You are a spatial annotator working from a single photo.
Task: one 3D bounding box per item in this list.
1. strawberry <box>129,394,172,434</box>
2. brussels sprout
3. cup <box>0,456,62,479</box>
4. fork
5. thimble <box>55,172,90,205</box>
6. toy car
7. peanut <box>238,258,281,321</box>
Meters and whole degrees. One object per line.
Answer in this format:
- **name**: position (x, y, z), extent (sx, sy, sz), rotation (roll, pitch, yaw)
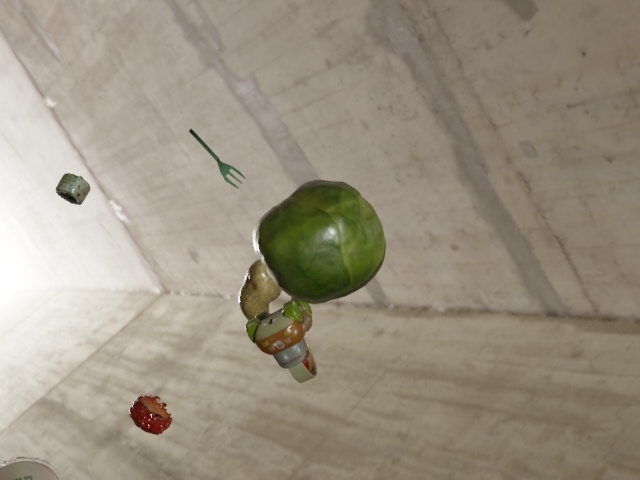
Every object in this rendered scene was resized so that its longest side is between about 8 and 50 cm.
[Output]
- **strawberry**: position (-0.533, 0.550, 2.411), extent (0.145, 0.086, 0.145), rotation (30, 3, -2)
- **brussels sprout**: position (0.000, 0.000, 1.369), extent (0.210, 0.219, 0.271), rotation (57, -4, -11)
- **cup**: position (-0.755, 0.723, 1.978), extent (0.274, 0.253, 0.253), rotation (13, -42, 56)
- **fork**: position (-0.252, -0.197, 1.784), extent (0.235, 0.039, 0.021), rotation (44, 12, 32)
- **thimble**: position (-0.686, -0.143, 2.132), extent (0.084, 0.062, 0.110), rotation (31, -19, -22)
- **toy car**: position (-0.076, 0.272, 2.029), extent (0.235, 0.145, 0.235), rotation (59, 11, -19)
- **peanut**: position (-0.212, 0.183, 2.665), extent (0.137, 0.122, 0.253), rotation (26, -66, 8)
